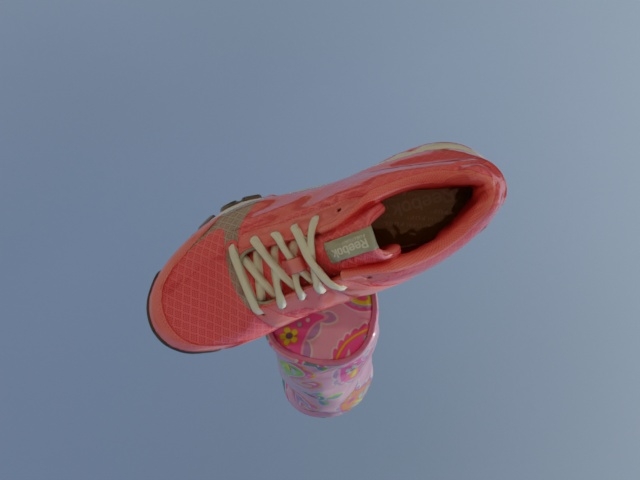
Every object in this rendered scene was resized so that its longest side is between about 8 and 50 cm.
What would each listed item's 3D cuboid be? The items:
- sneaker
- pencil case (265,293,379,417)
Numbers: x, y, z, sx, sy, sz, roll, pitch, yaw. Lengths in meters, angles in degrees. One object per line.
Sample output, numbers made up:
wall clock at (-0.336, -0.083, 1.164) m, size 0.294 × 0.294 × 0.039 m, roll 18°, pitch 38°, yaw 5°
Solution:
sneaker at (0.000, -0.001, 0.594) m, size 0.314 × 0.136 × 0.115 m, roll -24°, pitch -86°, yaw 0°
pencil case at (0.002, 0.111, 0.822) m, size 0.124 × 0.284 × 0.124 m, roll -1°, pitch -113°, yaw 2°
